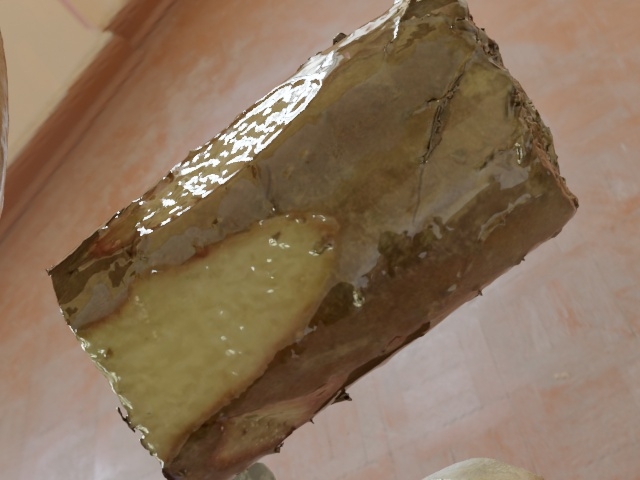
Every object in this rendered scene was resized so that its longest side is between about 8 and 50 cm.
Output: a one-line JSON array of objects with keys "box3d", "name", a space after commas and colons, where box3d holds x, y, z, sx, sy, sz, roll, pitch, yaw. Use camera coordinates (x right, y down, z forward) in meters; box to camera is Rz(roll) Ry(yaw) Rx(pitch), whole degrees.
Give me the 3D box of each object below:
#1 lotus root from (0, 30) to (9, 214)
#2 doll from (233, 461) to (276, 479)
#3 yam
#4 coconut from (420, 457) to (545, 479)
[{"box3d": [-0.269, -0.101, 0.552, 0.151, 0.169, 0.343, -34, 48, 17], "name": "lotus root"}, {"box3d": [-0.074, 0.267, 0.799, 0.079, 0.093, 0.180, -114, 34, -72], "name": "doll"}, {"box3d": [0.000, -0.001, 0.427, 0.238, 0.129, 0.128, -36, 35, 6], "name": "yam"}, {"box3d": [0.106, 0.194, 0.600, 0.110, 0.124, 0.110, 1, 91, 42], "name": "coconut"}]
